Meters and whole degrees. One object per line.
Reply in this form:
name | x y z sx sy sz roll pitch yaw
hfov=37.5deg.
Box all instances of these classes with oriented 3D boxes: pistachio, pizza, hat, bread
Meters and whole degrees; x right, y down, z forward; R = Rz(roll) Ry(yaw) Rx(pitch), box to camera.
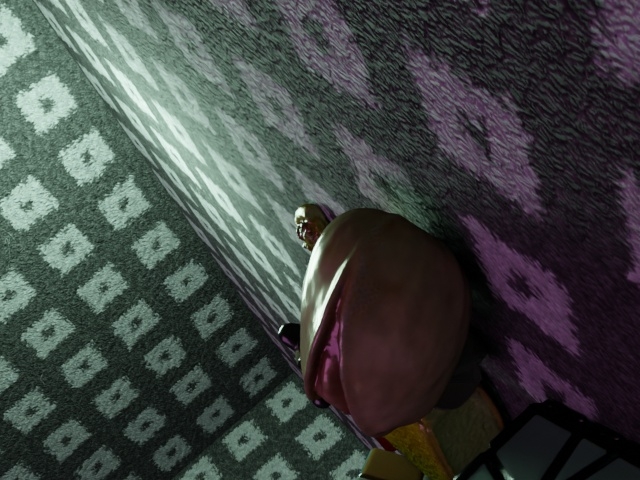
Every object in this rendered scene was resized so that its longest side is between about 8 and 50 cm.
pistachio | 0.072 0.097 1.176 0.230 0.230 0.309 41 132 39
pizza | -0.001 0.000 1.629 0.134 0.046 0.175 45 168 26
hat | 0.169 0.179 1.317 0.122 0.166 0.081 -8 113 51
bread | 0.182 0.286 1.621 0.333 0.143 0.323 36 162 51

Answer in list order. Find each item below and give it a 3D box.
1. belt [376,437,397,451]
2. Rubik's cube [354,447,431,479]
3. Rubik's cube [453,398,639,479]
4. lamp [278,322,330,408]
belt | 0.157 0.387 2.106 0.124 0.128 0.201 49 170 0
Rubik's cube | 0.185 0.624 1.649 0.347 0.346 0.344 12 -162 12
Rubik's cube | 0.314 0.414 1.149 0.283 0.293 0.288 56 169 -19
lamp | 0.046 0.142 1.464 0.198 0.198 0.244 49 131 5
